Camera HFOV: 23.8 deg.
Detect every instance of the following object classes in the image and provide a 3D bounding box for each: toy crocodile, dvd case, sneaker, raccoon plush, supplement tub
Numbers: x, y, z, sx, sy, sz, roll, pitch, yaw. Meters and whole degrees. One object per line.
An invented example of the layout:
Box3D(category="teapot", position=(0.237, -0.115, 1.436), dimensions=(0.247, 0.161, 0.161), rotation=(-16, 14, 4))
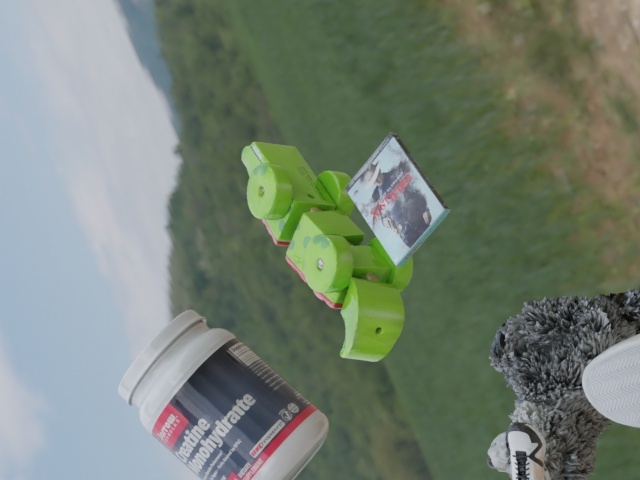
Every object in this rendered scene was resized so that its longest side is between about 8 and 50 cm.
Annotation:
Box3D(category="toy crocodile", position=(0.000, 0.000, 1.740), dimensions=(0.340, 0.115, 0.105), rotation=(53, 128, 39))
Box3D(category="dvd case", position=(0.080, -0.043, 1.607), dimensions=(0.013, 0.087, 0.119), rotation=(11, -142, -45))
Box3D(category="sneaker", position=(0.233, 0.252, 1.711), dimensions=(0.044, 0.040, 0.109), rotation=(-52, -49, -46))
Box3D(category="raccoon plush", position=(0.441, 0.215, 2.362), dimensions=(0.216, 0.446, 0.299), rotation=(32, -152, -30))
Box3D(category="supplement tub", position=(-0.140, 0.250, 2.215), dimensions=(0.272, 0.191, 0.191), rotation=(40, 175, 10))
Box3D(category="sneaker", position=(0.430, 0.104, 1.595), dimensions=(0.169, 0.292, 0.108), rotation=(-38, -74, -57))
